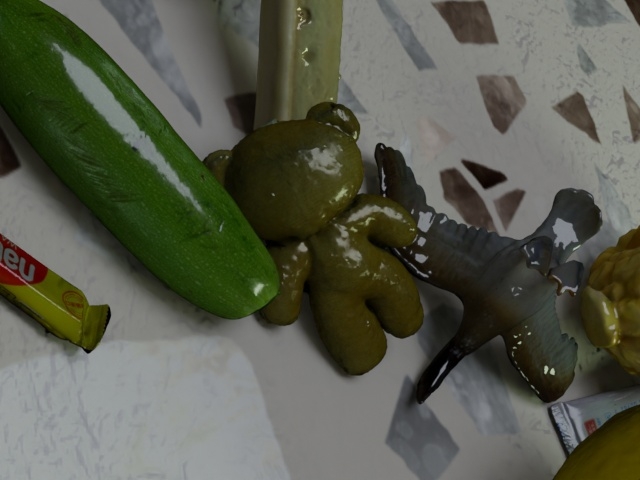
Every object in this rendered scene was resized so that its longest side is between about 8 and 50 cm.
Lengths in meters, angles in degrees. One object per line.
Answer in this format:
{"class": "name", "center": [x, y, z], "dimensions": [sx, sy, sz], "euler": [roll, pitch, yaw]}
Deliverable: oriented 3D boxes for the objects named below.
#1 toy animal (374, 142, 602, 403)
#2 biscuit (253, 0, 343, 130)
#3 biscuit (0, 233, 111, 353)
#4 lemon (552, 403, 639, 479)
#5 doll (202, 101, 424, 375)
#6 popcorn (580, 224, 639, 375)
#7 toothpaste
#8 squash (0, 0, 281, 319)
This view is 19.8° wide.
{"class": "toy animal", "center": [0.132, 0.040, 1.450], "dimensions": [0.272, 0.160, 0.197], "euler": [44, 45, -9]}
{"class": "biscuit", "center": [-0.018, -0.153, 1.394], "dimensions": [0.056, 0.052, 0.188], "euler": [-5, 105, -36]}
{"class": "biscuit", "center": [-0.250, -0.021, 1.168], "dimensions": [0.292, 0.026, 0.048], "euler": [39, 26, -24]}
{"class": "lemon", "center": [0.289, 0.259, 1.384], "dimensions": [0.293, 0.293, 0.293], "euler": [24, 53, -36]}
{"class": "doll", "center": [0.000, 0.000, 1.374], "dimensions": [0.137, 0.097, 0.209], "euler": [-29, 113, -9]}
{"class": "popcorn", "center": [0.306, 0.057, 1.590], "dimensions": [0.163, 0.194, 0.140], "euler": [-39, 101, -6]}
{"class": "toothpaste", "center": [0.296, 0.157, 1.612], "dimensions": [0.234, 0.057, 0.089], "euler": [-14, 78, -42]}
{"class": "squash", "center": [-0.132, -0.052, 1.262], "dimensions": [0.292, 0.082, 0.082], "euler": [49, 42, -15]}
